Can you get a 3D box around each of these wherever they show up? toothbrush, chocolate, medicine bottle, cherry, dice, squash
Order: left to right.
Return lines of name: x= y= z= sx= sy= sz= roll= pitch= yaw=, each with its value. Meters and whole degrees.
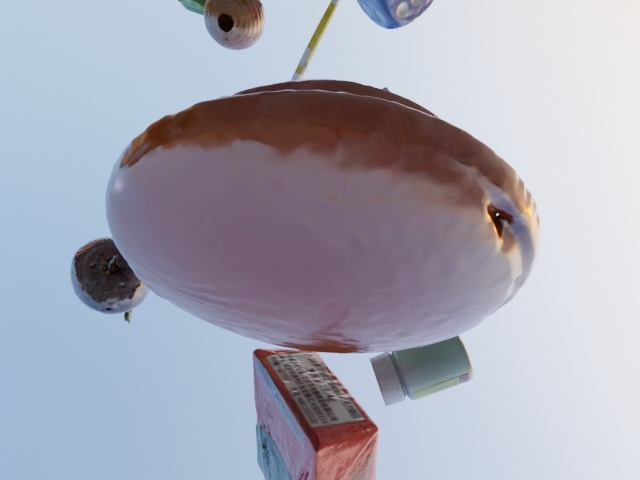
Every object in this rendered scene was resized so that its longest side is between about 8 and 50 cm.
cherry: x=-0.494 y=0.088 z=1.293 sx=0.195 sy=0.195 sz=0.195 roll=12 pitch=-132 yaw=-14
squash: x=-0.279 y=-0.624 z=1.425 sx=0.219 sy=0.068 sz=0.077 roll=17 pitch=-105 yaw=0
chocolate: x=-0.020 y=0.450 z=1.157 sx=0.161 sy=0.342 sz=0.360 roll=-9 pitch=-157 yaw=-24
toothbrush: x=0.013 y=-0.388 z=0.929 sx=0.021 sy=0.288 sz=0.024 roll=45 pitch=-147 yaw=20
dice: x=0.152 y=-0.542 z=1.133 sx=0.143 sy=0.146 sz=0.146 roll=-42 pitch=-136 yaw=0
medicine bottle: x=0.243 y=0.306 z=1.311 sx=0.225 sy=0.139 sz=0.139 roll=-20 pitch=-124 yaw=1

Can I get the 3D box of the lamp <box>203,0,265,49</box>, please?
lamp: x=-0.187 y=-0.486 z=1.178 sx=0.136 sy=0.136 sz=0.136 roll=12 pitch=-132 yaw=-14

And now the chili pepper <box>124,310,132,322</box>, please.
chili pepper: x=-0.521 y=0.181 z=1.480 sx=0.034 sy=0.030 sz=0.091 roll=6 pitch=-106 yaw=30

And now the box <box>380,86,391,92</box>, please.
box: x=0.166 y=-0.351 z=1.587 sx=0.229 sy=0.041 sz=0.162 roll=-33 pitch=-99 yaw=-34

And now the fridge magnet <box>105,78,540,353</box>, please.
fridge magnet: x=0.000 y=0.000 z=0.478 sx=0.363 sy=0.364 sz=0.155 roll=15 pitch=-121 yaw=-12
